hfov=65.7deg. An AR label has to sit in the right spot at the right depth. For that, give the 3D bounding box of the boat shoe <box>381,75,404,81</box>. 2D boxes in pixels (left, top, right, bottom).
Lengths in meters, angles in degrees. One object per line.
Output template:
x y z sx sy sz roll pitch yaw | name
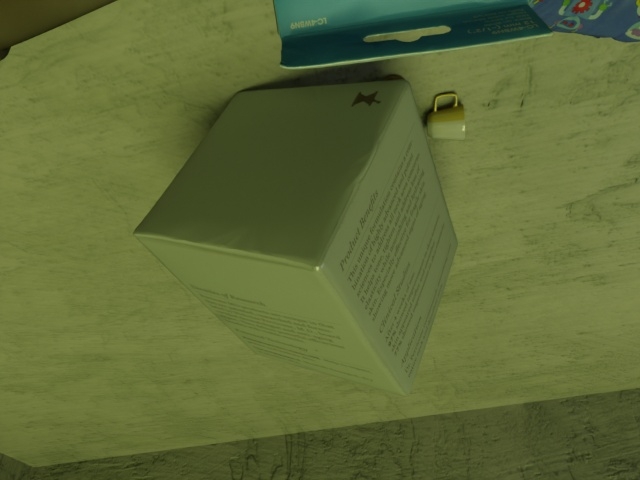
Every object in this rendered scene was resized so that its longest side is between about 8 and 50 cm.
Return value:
0.113 -0.187 0.887 0.073 0.073 0.207 5 137 -7 | boat shoe

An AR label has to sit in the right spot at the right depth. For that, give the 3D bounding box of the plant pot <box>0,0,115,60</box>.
-0.313 -0.365 0.513 0.280 0.323 0.323 -15 140 -11 | plant pot

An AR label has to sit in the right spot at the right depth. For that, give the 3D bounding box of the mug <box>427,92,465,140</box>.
0.222 -0.214 0.883 0.064 0.078 0.062 -3 172 13 | mug

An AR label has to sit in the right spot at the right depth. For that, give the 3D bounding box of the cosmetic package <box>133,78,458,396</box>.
0.000 0.000 0.825 0.327 0.329 0.393 7 146 32 | cosmetic package

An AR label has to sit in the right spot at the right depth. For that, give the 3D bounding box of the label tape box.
0.070 -0.326 0.514 0.249 0.347 0.115 -7 139 4 | label tape box

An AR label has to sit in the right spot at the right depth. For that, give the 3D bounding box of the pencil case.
0.331 -0.346 0.682 0.306 0.119 0.133 2 151 -6 | pencil case
